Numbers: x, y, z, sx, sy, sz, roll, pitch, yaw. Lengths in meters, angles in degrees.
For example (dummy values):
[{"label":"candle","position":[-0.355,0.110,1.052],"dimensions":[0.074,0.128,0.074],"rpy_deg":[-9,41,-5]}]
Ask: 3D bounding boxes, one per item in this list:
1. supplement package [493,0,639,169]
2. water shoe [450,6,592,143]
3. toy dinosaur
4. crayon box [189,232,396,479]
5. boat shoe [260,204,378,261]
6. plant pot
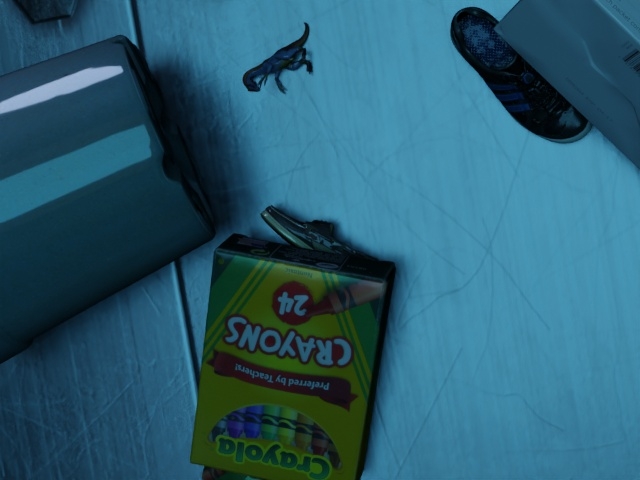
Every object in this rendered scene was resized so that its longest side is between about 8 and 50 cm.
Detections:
[{"label":"supplement package","position":[0.349,-0.211,1.476],"dimensions":[0.262,0.204,0.145],"rpy_deg":[43,74,-2]},{"label":"water shoe","position":[0.222,-0.183,1.593],"dimensions":[0.203,0.080,0.073],"rpy_deg":[42,99,5]},{"label":"toy dinosaur","position":[-0.052,-0.207,1.671],"dimensions":[0.082,0.047,0.090],"rpy_deg":[-4,59,18]},{"label":"crayon box","position":[-0.036,0.168,1.632],"dimensions":[0.202,0.081,0.319],"rpy_deg":[10,106,10]},{"label":"boat shoe","position":[0.000,0.000,1.659],"dimensions":[0.152,0.056,0.049],"rpy_deg":[35,88,1]},{"label":"plant pot","position":[-0.318,-0.053,1.584],"dimensions":[0.334,0.341,0.341],"rpy_deg":[-25,89,2]}]
